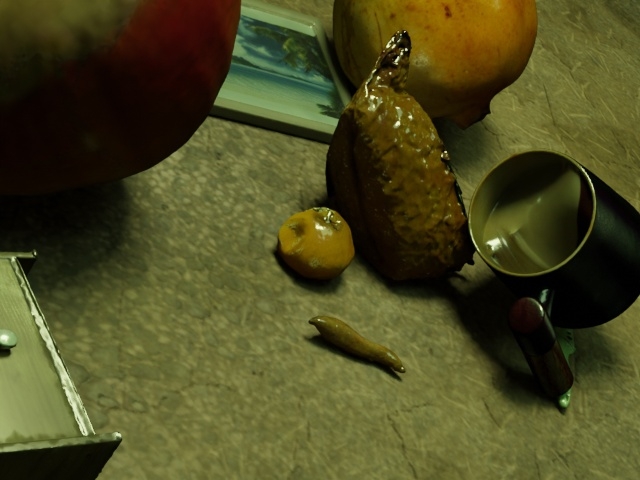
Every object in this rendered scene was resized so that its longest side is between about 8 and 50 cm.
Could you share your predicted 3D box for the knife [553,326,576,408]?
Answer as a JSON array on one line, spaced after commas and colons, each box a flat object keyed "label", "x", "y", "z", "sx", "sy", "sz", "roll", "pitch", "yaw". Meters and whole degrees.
[{"label": "knife", "x": 0.275, "y": 0.121, "z": 1.486, "sx": 0.030, "sy": 0.014, "sz": 0.207, "roll": 28, "pitch": 34, "yaw": -11}]

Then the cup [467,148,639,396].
[{"label": "cup", "x": 0.266, "y": 0.027, "z": 1.409, "sx": 0.177, "sy": 0.166, "sz": 0.239, "roll": 33, "pitch": 36, "yaw": -58}]

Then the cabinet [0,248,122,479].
[{"label": "cabinet", "x": -0.277, "y": 0.111, "z": 0.881, "sx": 0.215, "sy": 0.148, "sz": 0.175, "roll": 1, "pitch": 48, "yaw": -43}]

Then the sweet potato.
[{"label": "sweet potato", "x": 0.035, "y": 0.100, "z": 1.287, "sx": 0.115, "sy": 0.026, "sz": 0.026, "roll": 28, "pitch": 35, "yaw": -21}]

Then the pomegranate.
[{"label": "pomegranate", "x": 0.139, "y": -0.263, "z": 1.625, "sx": 0.264, "sy": 0.264, "sz": 0.264, "roll": 24, "pitch": 36, "yaw": -19}]

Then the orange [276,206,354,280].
[{"label": "orange", "x": 0.000, "y": 0.000, "z": 1.340, "sx": 0.086, "sy": 0.062, "sz": 0.086, "roll": 24, "pitch": 38, "yaw": -21}]

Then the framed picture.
[{"label": "framed picture", "x": -0.102, "y": -0.219, "z": 1.542, "sx": 0.315, "sy": 0.024, "sz": 0.232, "roll": 10, "pitch": 44, "yaw": -33}]

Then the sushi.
[{"label": "sushi", "x": 0.079, "y": -0.077, "z": 1.419, "sx": 0.140, "sy": 0.149, "sz": 0.287, "roll": -30, "pitch": 109, "yaw": -29}]

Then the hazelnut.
[{"label": "hazelnut", "x": -0.266, "y": -0.224, "z": 1.149, "sx": 0.409, "sy": 0.359, "sz": 0.359, "roll": 45, "pitch": 35, "yaw": 20}]
